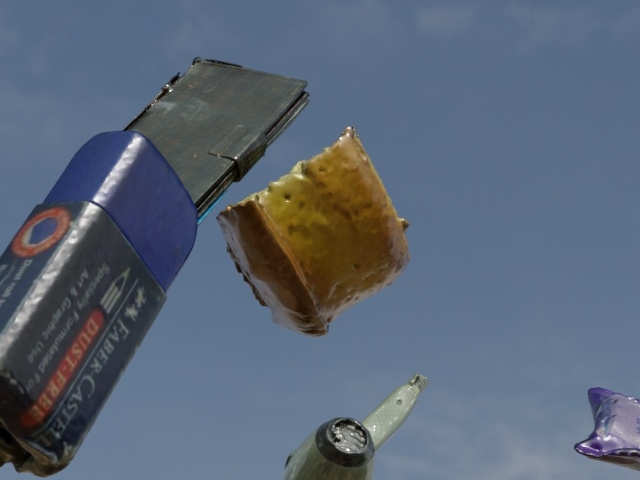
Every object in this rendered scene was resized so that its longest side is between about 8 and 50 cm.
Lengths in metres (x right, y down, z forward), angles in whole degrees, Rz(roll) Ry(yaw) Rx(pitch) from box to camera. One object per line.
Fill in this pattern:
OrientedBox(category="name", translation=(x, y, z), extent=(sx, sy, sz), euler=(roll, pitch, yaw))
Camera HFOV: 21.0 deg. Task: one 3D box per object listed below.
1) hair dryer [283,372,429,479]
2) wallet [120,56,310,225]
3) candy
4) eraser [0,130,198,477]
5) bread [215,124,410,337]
OrientedBox(category="hair dryer", translation=(0.014, 0.242, 1.690), extent=(0.088, 0.225, 0.219), euler=(35, -68, 12))
OrientedBox(category="wallet", translation=(-0.151, -0.109, 1.983), extent=(0.169, 0.317, 0.044), euler=(14, -51, 22))
OrientedBox(category="candy", translation=(0.426, 0.262, 2.354), extent=(0.145, 0.275, 0.070), euler=(18, -75, 8))
OrientedBox(category="eraser", translation=(-0.236, 0.059, 1.653), extent=(0.101, 0.332, 0.155), euler=(-2, -45, 37))
OrientedBox(category="bread", translation=(0.000, 0.000, 1.939), extent=(0.179, 0.194, 0.340), euler=(56, -4, 0))
